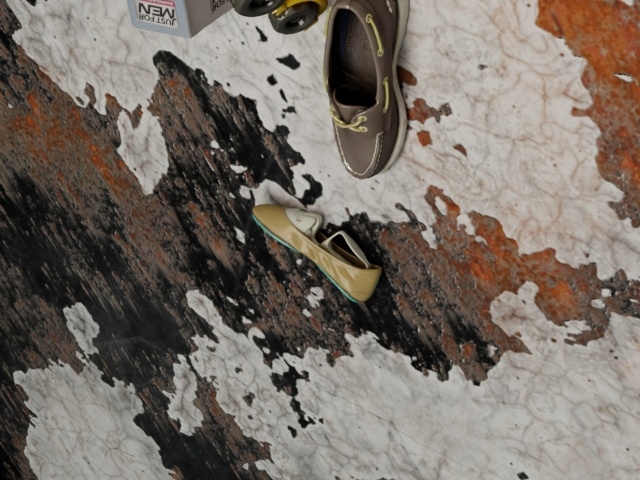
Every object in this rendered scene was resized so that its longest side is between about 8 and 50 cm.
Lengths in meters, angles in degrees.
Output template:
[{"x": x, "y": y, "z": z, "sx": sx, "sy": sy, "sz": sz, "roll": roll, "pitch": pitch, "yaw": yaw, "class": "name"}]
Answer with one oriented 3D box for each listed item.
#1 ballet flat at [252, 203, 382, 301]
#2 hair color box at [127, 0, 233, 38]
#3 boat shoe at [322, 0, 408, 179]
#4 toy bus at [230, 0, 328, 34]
[{"x": 0.000, "y": 0.000, "z": 2.195, "sx": 0.232, "sy": 0.080, "sz": 0.073, "roll": 39, "pitch": 111, "yaw": 7, "class": "ballet flat"}, {"x": -0.189, "y": -0.480, "z": 1.871, "sx": 0.113, "sy": 0.185, "sz": 0.374, "roll": 15, "pitch": 130, "yaw": 32, "class": "hair color box"}, {"x": 0.054, "y": -0.211, "z": 1.942, "sx": 0.116, "sy": 0.097, "sz": 0.324, "roll": 26, "pitch": 135, "yaw": 24, "class": "boat shoe"}, {"x": -0.023, "y": -0.390, "z": 1.822, "sx": 0.211, "sy": 0.220, "sz": 0.149, "roll": -30, "pitch": 68, "yaw": 22, "class": "toy bus"}]
